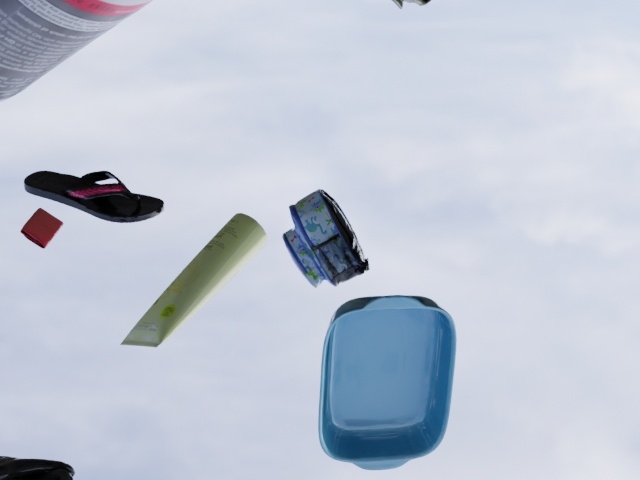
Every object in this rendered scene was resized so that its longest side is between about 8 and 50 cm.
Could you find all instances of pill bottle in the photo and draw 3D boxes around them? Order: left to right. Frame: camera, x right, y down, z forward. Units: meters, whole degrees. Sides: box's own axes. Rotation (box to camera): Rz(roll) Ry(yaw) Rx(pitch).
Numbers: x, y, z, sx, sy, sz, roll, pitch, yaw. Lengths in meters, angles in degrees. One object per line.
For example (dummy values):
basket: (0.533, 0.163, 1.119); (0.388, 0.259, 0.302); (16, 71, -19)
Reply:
pill bottle: (-0.273, -0.220, 1.249); (0.318, 0.176, 0.176); (-26, -177, 38)

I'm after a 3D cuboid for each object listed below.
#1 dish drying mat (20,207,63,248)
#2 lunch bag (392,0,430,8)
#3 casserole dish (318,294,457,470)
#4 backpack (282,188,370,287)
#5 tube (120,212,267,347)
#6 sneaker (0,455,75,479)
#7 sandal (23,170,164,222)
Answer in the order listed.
dish drying mat: (-0.289, -0.013, 1.531); (0.032, 0.008, 0.083); (33, -165, -7)
lunch bag: (0.108, -0.465, 1.967); (0.169, 0.287, 0.235); (28, -178, -44)
casserole dish: (0.054, 0.114, 1.251); (0.114, 0.188, 0.037); (-2, -147, -7)
backpack: (0.000, 0.000, 1.820); (0.084, 0.114, 0.105); (-27, -176, 3)
tube: (-0.166, 0.060, 1.970); (0.062, 0.070, 0.240); (35, -118, 14)
sneaker: (-0.239, 0.242, 1.269); (0.130, 0.227, 0.087); (3, -115, 34)
sandal: (-0.275, -0.062, 1.782); (0.179, 0.040, 0.067); (15, -152, 12)
